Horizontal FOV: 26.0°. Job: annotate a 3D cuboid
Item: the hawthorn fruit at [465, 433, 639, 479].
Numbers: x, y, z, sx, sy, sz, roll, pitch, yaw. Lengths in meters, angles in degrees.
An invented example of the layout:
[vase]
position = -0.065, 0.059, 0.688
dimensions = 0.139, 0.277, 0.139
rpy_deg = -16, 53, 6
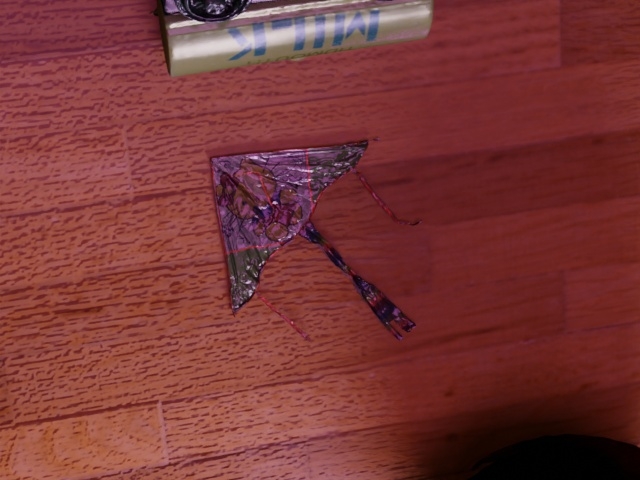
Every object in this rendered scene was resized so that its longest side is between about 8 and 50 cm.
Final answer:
[hawthorn fruit]
position = 0.219, 0.303, 1.205
dimensions = 0.316, 0.316, 0.316
rpy_deg = -4, 110, -12

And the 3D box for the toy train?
[toy train]
position = -0.018, -0.193, 1.063
dimensions = 0.253, 0.105, 0.157
rpy_deg = -10, 149, -8

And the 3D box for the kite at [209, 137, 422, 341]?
[kite]
position = 0.000, 0.000, 1.189
dimensions = 0.244, 0.006, 0.198
rpy_deg = 40, 96, -22
